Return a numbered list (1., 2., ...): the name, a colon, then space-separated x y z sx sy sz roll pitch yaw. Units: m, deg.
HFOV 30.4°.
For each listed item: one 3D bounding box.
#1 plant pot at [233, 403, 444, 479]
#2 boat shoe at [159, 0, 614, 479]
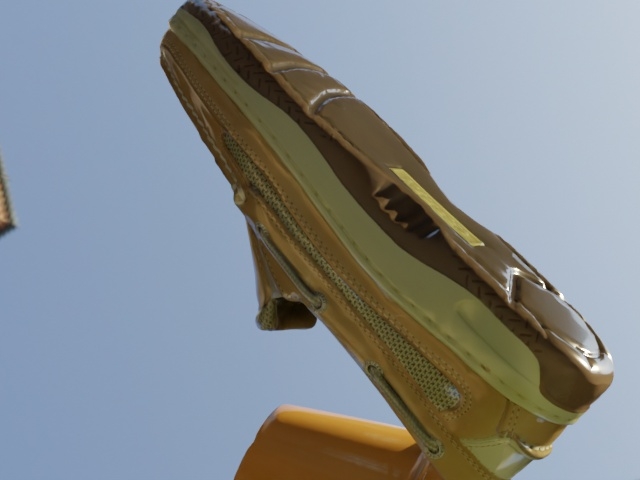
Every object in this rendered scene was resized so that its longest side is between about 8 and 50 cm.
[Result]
1. plant pot: 0.030 0.223 0.932 0.188 0.205 0.205 22 -93 14
2. boat shoe: 0.000 0.000 0.369 0.072 0.068 0.190 -52 -120 20
